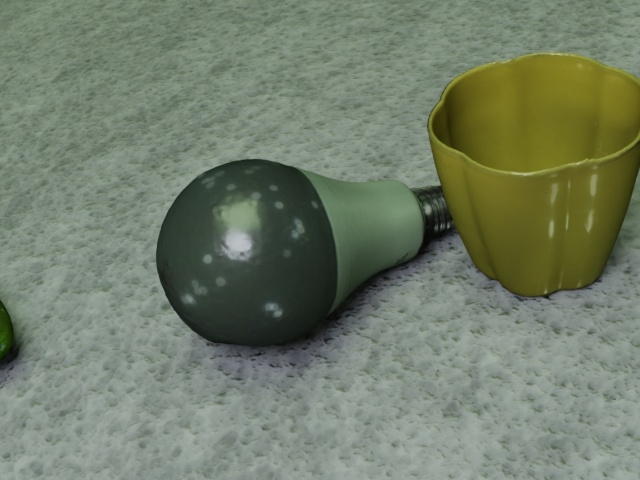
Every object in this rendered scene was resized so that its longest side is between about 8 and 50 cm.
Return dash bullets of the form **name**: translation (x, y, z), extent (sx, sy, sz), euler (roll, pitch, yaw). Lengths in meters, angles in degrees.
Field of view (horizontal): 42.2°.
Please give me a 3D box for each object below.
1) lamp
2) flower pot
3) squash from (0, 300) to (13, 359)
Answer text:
- **lamp**: translation (-0.014, 0.007, 0.830), extent (0.314, 0.181, 0.182), euler (-7, 28, -42)
- **flower pot**: translation (0.205, -0.054, 0.785), extent (0.195, 0.179, 0.195), euler (-7, 41, 6)
- **squash**: translation (-0.412, 0.060, 0.920), extent (0.082, 0.082, 0.292), euler (-34, 42, -22)
